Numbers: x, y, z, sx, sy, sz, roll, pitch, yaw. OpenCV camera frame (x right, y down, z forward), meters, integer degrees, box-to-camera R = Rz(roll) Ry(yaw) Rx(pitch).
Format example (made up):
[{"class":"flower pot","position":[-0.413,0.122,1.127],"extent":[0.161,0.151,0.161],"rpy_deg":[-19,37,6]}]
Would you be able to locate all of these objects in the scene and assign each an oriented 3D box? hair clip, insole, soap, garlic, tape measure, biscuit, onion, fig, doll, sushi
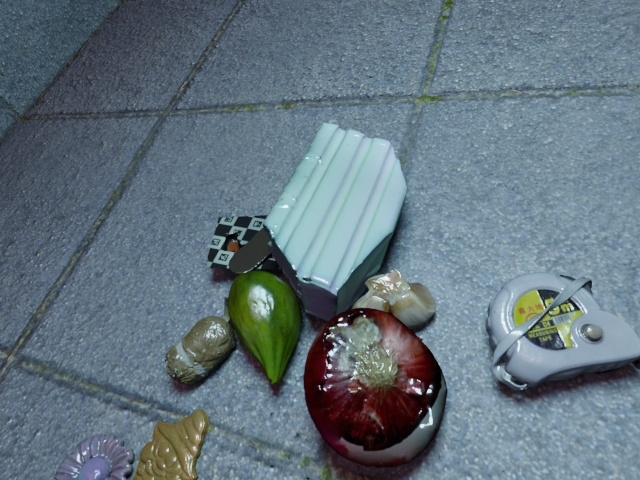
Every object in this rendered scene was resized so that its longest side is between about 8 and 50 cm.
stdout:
[{"class":"hair clip","position":[-0.534,0.558,0.879],"extent":[0.172,0.069,0.301],"rpy_deg":[25,70,33]},{"class":"insole","position":[-0.109,-0.023,1.088],"extent":[0.111,0.007,0.327],"rpy_deg":[29,58,34]},{"class":"soap","position":[0.040,-0.055,0.948],"extent":[0.261,0.156,0.447],"rpy_deg":[20,55,7]},{"class":"garlic","position":[0.150,0.135,0.881],"extent":[0.174,0.099,0.124],"rpy_deg":[-22,72,12]},{"class":"tape measure","position":[0.405,0.153,0.742],"extent":[0.235,0.120,0.197],"rpy_deg":[-14,60,6]},{"class":"biscuit","position":[-0.329,0.474,0.882],"extent":[0.162,0.035,0.250],"rpy_deg":[22,70,36]},{"class":"onion","position":[0.091,0.268,0.776],"extent":[0.271,0.195,0.272],"rpy_deg":[6,67,-15]},{"class":"fig","position":[-0.108,0.174,0.913],"extent":[0.167,0.167,0.233],"rpy_deg":[-40,69,-7]},{"class":"doll","position":[-0.258,0.235,0.965],"extent":[0.221,0.105,0.115],"rpy_deg":[-44,12,-19]},{"class":"sushi","position":[-0.149,0.016,1.097],"extent":[0.279,0.043,0.193],"rpy_deg":[-2,49,3]}]
